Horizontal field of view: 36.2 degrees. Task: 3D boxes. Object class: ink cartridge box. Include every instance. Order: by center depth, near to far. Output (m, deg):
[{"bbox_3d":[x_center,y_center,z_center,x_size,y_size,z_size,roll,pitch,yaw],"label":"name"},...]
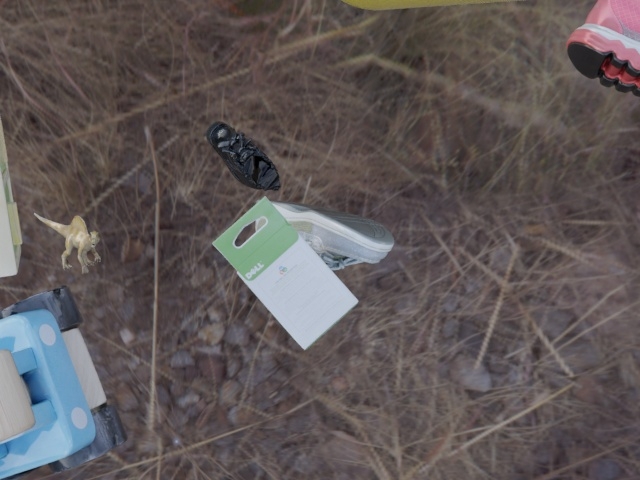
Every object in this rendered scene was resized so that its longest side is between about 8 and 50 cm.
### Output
[{"bbox_3d":[-0.051,0.050,1.455,0.109,0.062,0.209,-41,87,-3],"label":"ink cartridge box"}]

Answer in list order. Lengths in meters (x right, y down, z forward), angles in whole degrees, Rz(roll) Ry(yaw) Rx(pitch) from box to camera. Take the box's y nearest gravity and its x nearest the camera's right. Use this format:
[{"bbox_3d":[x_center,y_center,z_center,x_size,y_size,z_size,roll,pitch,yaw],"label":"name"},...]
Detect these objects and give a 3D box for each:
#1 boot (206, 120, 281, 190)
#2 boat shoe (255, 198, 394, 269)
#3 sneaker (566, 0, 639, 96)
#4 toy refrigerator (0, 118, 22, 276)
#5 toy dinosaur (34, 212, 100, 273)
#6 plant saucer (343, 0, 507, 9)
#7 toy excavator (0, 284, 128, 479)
[{"bbox_3d":[-0.076,-0.085,1.131,0.045,0.099,0.121,-47,131,-3],"label":"boot"},{"bbox_3d":[-0.003,0.000,1.612,0.118,0.320,0.103,4,97,-42],"label":"boat shoe"},{"bbox_3d":[0.484,-0.233,1.254,0.314,0.116,0.136,28,83,6],"label":"sneaker"},{"bbox_3d":[-0.405,-0.097,1.127,0.094,0.102,0.269,-7,107,-12],"label":"toy refrigerator"},{"bbox_3d":[-0.414,0.001,1.660,0.053,0.183,0.092,-17,113,-43],"label":"toy dinosaur"},{"bbox_3d":[0.159,-0.375,1.089,0.333,0.081,0.332,-4,58,-1],"label":"plant saucer"},{"bbox_3d":[-0.399,0.199,1.107,0.433,0.445,0.222,-22,89,25],"label":"toy excavator"}]
